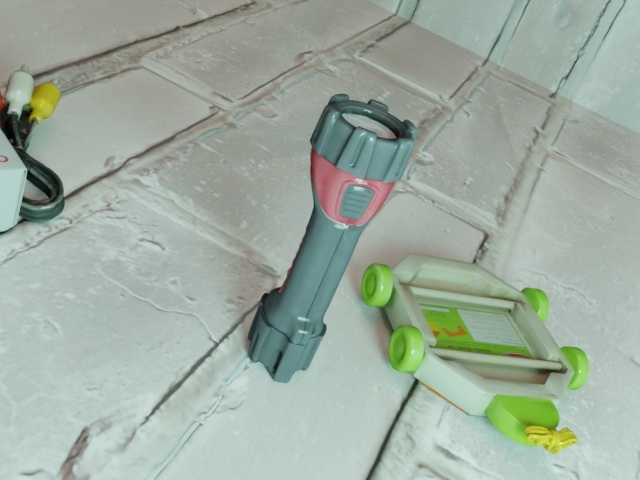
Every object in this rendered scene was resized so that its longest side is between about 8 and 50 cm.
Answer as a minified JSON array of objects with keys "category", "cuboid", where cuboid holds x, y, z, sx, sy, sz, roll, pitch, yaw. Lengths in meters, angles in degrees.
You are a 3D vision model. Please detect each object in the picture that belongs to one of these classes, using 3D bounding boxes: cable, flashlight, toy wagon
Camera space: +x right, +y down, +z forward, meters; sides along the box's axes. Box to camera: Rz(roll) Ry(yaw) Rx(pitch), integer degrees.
[{"category":"cable","cuboid":[-0.395,-0.135,1.061,0.139,0.072,0.287,2,36,-23]},{"category":"flashlight","cuboid":[0.000,0.000,0.887,0.103,0.304,0.103,37,33,22]},{"category":"toy wagon","cuboid":[0.203,0.139,1.048,0.267,0.068,0.344,9,34,-23]}]

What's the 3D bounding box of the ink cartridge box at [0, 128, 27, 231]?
[{"category":"ink cartridge box","cuboid":[-0.449,-0.102,0.947,0.154,0.093,0.212,-8,46,-41]}]
